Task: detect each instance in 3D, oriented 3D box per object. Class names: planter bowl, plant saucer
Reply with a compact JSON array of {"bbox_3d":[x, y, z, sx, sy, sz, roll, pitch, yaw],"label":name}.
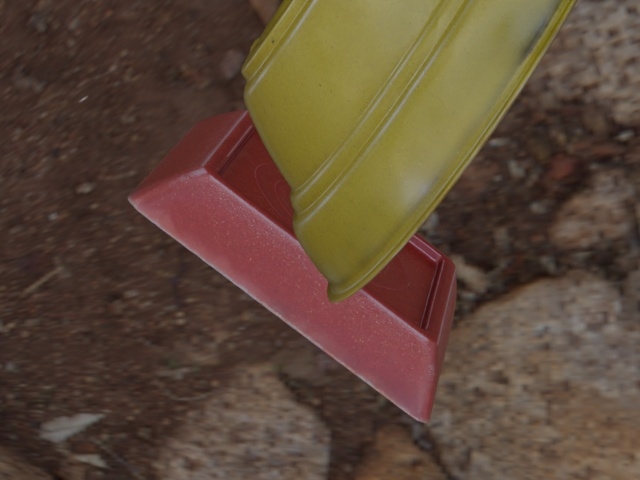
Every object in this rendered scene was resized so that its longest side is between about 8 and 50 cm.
[{"bbox_3d":[0.029,-0.087,0.819,0.090,0.217,0.217,33,76,-7],"label":"planter bowl"},{"bbox_3d":[0.000,0.000,1.426,0.259,0.258,0.048,36,107,-3],"label":"plant saucer"}]
